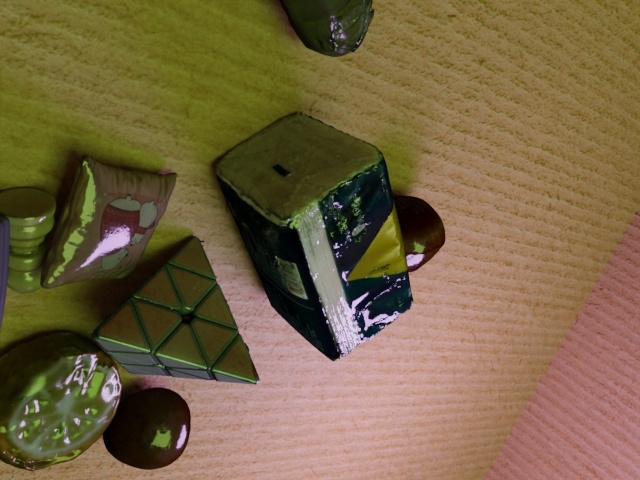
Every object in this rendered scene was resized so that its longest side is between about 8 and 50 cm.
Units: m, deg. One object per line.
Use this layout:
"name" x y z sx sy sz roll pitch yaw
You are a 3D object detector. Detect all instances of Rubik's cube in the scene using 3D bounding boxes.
"Rubik's cube" -0.271 0.164 1.363 0.233 0.229 0.228 -22 116 -10

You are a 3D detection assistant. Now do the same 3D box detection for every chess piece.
"chess piece" -0.474 0.007 1.187 0.094 0.094 0.170 -12 133 -36

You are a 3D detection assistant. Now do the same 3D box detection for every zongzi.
"zongzi" 0.054 -0.521 1.246 0.360 0.160 0.323 -50 144 -12

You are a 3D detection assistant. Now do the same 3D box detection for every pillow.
"pillow" -0.350 -0.027 1.241 0.236 0.084 0.223 -2 117 -67

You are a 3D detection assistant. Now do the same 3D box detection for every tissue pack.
"tissue pack" 0.000 0.000 1.458 0.253 0.264 0.416 -35 135 -19

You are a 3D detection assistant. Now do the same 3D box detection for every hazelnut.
"hazelnut" 0.179 -0.013 1.690 0.204 0.177 0.178 -18 136 8

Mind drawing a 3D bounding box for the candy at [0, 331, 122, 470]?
"candy" -0.483 0.289 1.339 0.260 0.118 0.259 -25 132 -31

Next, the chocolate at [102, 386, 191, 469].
"chocolate" -0.349 0.379 1.491 0.177 0.177 0.176 -22 130 -29

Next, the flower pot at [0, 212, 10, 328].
"flower pot" -0.561 0.056 1.039 0.265 0.265 0.243 16 92 -46
